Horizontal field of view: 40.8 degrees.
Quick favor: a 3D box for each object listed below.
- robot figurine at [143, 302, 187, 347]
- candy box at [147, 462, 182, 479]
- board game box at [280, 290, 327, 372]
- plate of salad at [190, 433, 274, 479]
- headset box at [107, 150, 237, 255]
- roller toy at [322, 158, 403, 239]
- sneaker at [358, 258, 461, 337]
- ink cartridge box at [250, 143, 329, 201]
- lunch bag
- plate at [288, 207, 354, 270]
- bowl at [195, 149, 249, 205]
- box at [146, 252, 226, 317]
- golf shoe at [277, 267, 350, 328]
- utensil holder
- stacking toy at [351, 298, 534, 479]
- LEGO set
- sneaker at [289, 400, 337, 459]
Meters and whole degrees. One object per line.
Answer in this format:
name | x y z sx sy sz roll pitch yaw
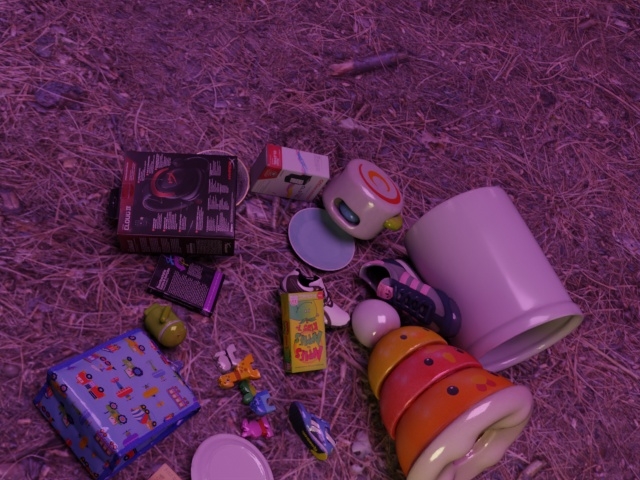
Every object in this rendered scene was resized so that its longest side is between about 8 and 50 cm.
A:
robot figurine | -0.338 0.187 1.879 0.067 0.101 0.115 -34 55 -26
candy box | -0.259 0.608 1.642 0.316 0.087 0.183 45 51 4
board game box | -0.039 0.210 1.999 0.092 0.043 0.182 -3 89 -30
plate of salad | -0.184 0.497 1.780 0.199 0.048 0.200 26 42 -26
headset box | -0.340 -0.085 1.986 0.293 0.110 0.218 1 65 -6
roller toy | 0.106 -0.105 2.251 0.191 0.146 0.209 24 34 -35
sneaker | 0.211 0.144 2.112 0.131 0.112 0.319 2 22 -34
ink cartridge box | -0.079 -0.172 2.225 0.175 0.127 0.072 9 57 -22
lunch bag | -0.389 0.311 1.758 0.221 0.138 0.293 48 41 11
plate | 0.000 0.000 2.222 0.188 0.024 0.188 14 53 -20
bowl | -0.261 -0.131 2.120 0.170 0.080 0.170 3 67 -6
box | -0.310 0.098 1.991 0.162 0.029 0.116 25 50 -13
golf shoe | -0.003 0.140 2.074 0.198 0.094 0.077 28 24 -11
utensil holder | 0.424 0.103 2.186 0.327 0.328 0.386 -10 63 -32
stacking toy | 0.219 0.319 1.996 0.350 0.351 0.480 -17 51 -35
LEGO set | -0.178 0.326 1.873 0.093 0.087 0.227 -13 65 -34
sneaker | -0.017 0.417 1.921 0.059 0.053 0.144 -30 85 -38
